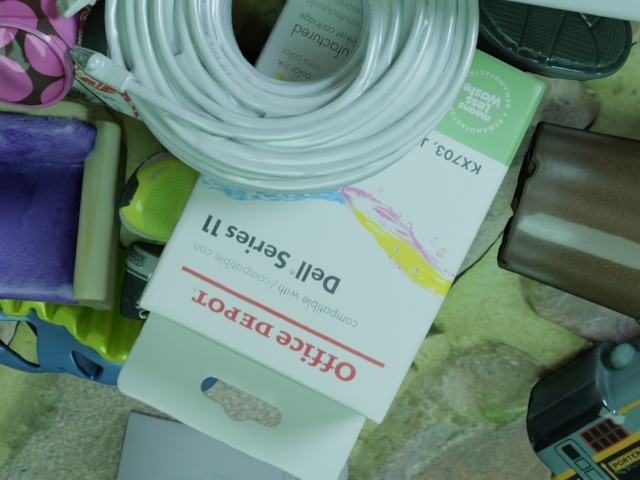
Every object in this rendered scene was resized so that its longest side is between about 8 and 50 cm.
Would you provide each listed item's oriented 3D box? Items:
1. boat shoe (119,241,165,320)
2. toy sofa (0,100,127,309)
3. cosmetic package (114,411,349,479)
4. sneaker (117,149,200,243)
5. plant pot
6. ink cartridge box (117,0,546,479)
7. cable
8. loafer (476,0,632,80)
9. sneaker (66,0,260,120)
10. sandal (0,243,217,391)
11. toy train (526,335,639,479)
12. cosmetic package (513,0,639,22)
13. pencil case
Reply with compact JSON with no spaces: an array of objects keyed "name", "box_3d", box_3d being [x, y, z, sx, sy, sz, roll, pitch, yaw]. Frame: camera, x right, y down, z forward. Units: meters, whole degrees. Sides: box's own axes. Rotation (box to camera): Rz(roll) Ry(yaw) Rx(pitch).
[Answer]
[{"name":"boat shoe","box_3d":[-0.070,0.062,1.633,0.229,0.080,0.076,13,101,-30]},{"name":"toy sofa","box_3d":[-0.344,-0.034,1.515,0.363,0.150,0.177,5,173,3]},{"name":"cosmetic package","box_3d":[-0.101,0.309,1.802,0.225,0.224,0.138,12,132,-4]},{"name":"sneaker","box_3d":[-0.075,-0.013,1.546,0.208,0.094,0.081,17,103,-46]},{"name":"plant pot","box_3d":[0.238,-0.017,1.519,0.165,0.167,0.167,17,133,3]},{"name":"ink cartridge box","box_3d":[0.000,0.000,1.416,0.207,0.119,0.353,26,89,-1]},{"name":"cable","box_3d":[-0.020,-0.158,1.316,0.257,0.089,0.257,42,90,2]},{"name":"loafer","box_3d":[0.107,-0.193,1.425,0.268,0.096,0.084,23,168,-11]},{"name":"sneaker","box_3d":[-0.128,-0.129,1.506,0.145,0.090,0.270,14,170,40]},{"name":"sandal","box_3d":[-0.237,0.070,1.681,0.317,0.126,0.138,18,139,0]},{"name":"toy train","box_3d":[0.344,0.147,1.669,0.334,0.142,0.190,-34,111,31]},{"name":"cosmetic package","box_3d":[0.309,-0.254,1.234,0.453,0.230,0.161,10,133,-1]},{"name":"pencil case","box_3d":[-0.222,-0.196,1.364,0.098,0.209,0.095,10,139,-17]}]
